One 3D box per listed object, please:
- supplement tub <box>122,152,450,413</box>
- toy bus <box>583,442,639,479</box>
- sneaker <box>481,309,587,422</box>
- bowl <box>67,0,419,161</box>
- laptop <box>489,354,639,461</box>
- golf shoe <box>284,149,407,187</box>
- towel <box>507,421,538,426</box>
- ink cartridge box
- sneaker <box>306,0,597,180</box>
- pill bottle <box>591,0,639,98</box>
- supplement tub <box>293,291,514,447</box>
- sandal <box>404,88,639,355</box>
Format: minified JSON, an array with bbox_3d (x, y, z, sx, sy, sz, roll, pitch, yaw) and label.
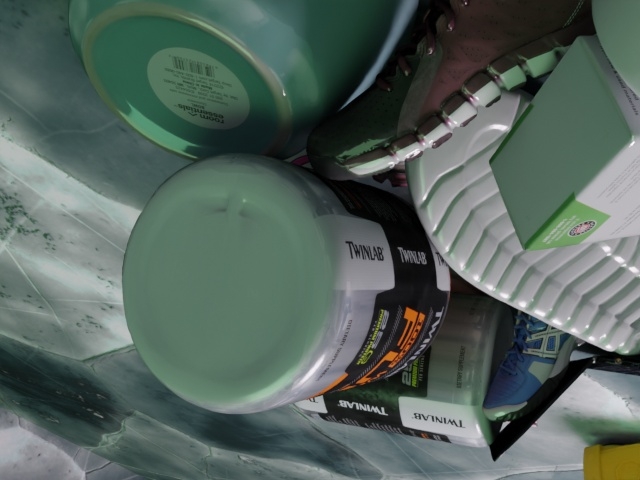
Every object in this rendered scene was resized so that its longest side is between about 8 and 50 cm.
[{"bbox_3d":[-0.005,0.040,0.753,0.207,0.207,0.338,2,178,27],"label":"supplement tub"},{"bbox_3d":[0.548,0.391,1.239,0.211,0.149,0.220,-32,125,34],"label":"toy bus"},{"bbox_3d":[0.247,0.116,0.927,0.081,0.211,0.080,43,165,-15],"label":"sneaker"},{"bbox_3d":[-0.086,-0.181,0.683,0.312,0.163,0.311,15,148,10],"label":"bowl"},{"bbox_3d":[0.347,0.211,0.966,0.265,0.136,0.234,7,172,12],"label":"laptop"},{"bbox_3d":[0.027,-0.110,0.824,0.186,0.067,0.086,6,138,6],"label":"golf shoe"},{"bbox_3d":[0.254,0.244,1.264,0.144,0.029,0.197,1,144,29],"label":"towel"},{"bbox_3d":[0.269,-0.077,0.617,0.220,0.092,0.160,-7,154,-19],"label":"ink cartridge box"},{"bbox_3d":[0.086,-0.174,0.596,0.281,0.106,0.162,-30,118,5],"label":"sneaker"},{"bbox_3d":[0.303,-0.210,0.379,0.204,0.204,0.361,23,148,-4],"label":"pill bottle"},{"bbox_3d":[0.085,0.155,1.068,0.316,0.193,0.193,4,145,23],"label":"supplement tub"},{"bbox_3d":[0.220,-0.008,0.822,0.416,0.169,0.102,39,-176,-28],"label":"sandal"}]
